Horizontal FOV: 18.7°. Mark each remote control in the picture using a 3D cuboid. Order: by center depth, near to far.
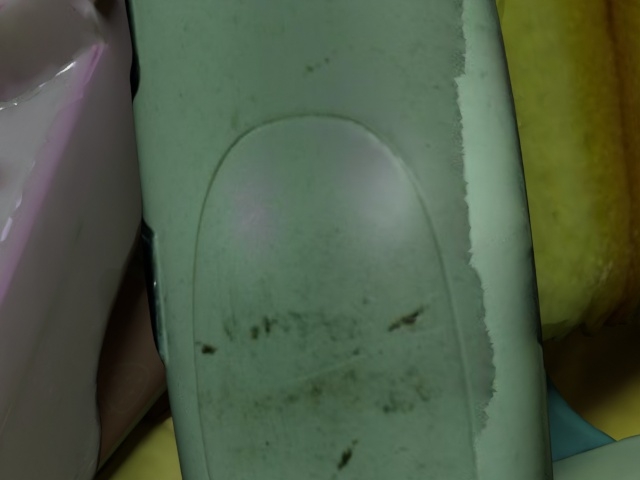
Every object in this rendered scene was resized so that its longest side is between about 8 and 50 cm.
[{"bbox_3d":[0.000,-0.001,0.453,0.097,0.045,0.256,-10,92,17],"label":"remote control"}]

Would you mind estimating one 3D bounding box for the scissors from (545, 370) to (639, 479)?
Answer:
[{"bbox_3d":[0.119,0.067,0.504,0.289,0.041,0.138,-12,51,7],"label":"scissors"}]

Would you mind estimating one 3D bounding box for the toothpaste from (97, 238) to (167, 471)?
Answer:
[{"bbox_3d":[-0.092,0.065,0.561,0.067,0.043,0.194,29,66,30],"label":"toothpaste"}]

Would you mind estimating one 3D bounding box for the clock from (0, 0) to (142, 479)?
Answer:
[{"bbox_3d":[-0.217,0.030,0.543,0.322,0.113,0.296,2,56,26],"label":"clock"}]

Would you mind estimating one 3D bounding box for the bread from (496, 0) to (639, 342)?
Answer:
[{"bbox_3d":[0.034,-0.159,0.582,0.233,0.362,0.245,-9,12,-18],"label":"bread"}]
